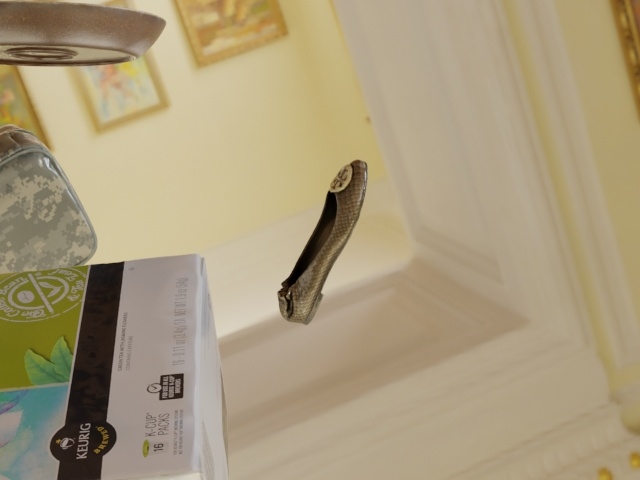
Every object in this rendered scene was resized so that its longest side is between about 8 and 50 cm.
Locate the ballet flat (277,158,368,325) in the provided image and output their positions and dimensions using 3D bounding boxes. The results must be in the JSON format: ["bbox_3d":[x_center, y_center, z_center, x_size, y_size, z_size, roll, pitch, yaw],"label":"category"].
[{"bbox_3d":[0.000,0.000,1.631,0.058,0.250,0.084,20,-168,-14],"label":"ballet flat"}]

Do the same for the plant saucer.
[{"bbox_3d":[-0.348,-0.253,1.468,0.311,0.050,0.310,1,-177,0],"label":"plant saucer"}]

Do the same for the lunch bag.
[{"bbox_3d":[-0.496,-0.027,1.673,0.305,0.212,0.256,-34,-147,-14],"label":"lunch bag"}]

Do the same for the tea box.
[{"bbox_3d":[-0.253,0.200,1.095,0.323,0.220,0.329,-7,-148,-2],"label":"tea box"}]
